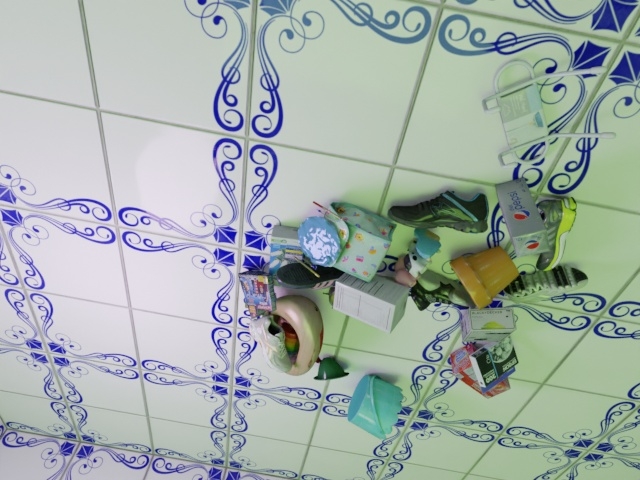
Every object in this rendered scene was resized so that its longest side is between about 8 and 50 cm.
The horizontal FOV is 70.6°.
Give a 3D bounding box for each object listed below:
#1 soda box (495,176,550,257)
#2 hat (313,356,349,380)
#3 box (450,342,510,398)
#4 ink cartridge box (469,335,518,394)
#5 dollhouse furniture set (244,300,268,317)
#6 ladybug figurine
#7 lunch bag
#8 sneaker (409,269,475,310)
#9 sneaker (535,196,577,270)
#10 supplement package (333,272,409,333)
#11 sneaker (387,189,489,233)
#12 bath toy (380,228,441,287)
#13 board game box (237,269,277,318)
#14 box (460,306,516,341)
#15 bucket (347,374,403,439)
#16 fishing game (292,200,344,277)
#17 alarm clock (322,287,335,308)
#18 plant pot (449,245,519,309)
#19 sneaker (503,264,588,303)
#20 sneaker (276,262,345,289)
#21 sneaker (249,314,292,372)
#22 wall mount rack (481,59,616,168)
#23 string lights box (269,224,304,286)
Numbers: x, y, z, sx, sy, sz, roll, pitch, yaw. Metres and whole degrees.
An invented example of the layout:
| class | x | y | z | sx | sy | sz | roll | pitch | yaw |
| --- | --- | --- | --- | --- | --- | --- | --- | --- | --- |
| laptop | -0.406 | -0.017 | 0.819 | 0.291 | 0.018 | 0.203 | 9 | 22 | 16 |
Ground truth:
| class | x | y | z | sx | sy | sz | roll | pitch | yaw |
| --- | --- | --- | --- | --- | --- | --- | --- | --- | --- |
| soda box | 0.632 | -0.078 | 1.429 | 0.098 | 0.286 | 0.091 | -16 | 126 | 19 |
| hat | 0.035 | 0.574 | 2.200 | 0.173 | 0.183 | 0.209 | -13 | 170 | 30 |
| box | 0.729 | 0.598 | 2.066 | 0.257 | 0.122 | 0.128 | 36 | 125 | -20 |
| ink cartridge box | 0.762 | 0.539 | 1.959 | 0.207 | 0.045 | 0.208 | -27 | 106 | -17 |
| dollhouse furniture set | -0.271 | 0.293 | 1.931 | 0.059 | 0.152 | 0.076 | -2 | 109 | -28 |
| ladybug figurine | -0.109 | 0.403 | 1.957 | 0.305 | 0.162 | 0.449 | 39 | 134 | 23 |
| lunch bag | 0.112 | -0.002 | 1.645 | 0.263 | 0.160 | 0.223 | 24 | 129 | 1 |
| sneaker | 0.477 | 0.227 | 1.820 | 0.269 | 0.101 | 0.153 | 27 | 128 | -6 |
| sneaker | 0.791 | -0.023 | 1.585 | 0.122 | 0.111 | 0.299 | 8 | 124 | 14 |
| supplement package | 0.187 | 0.217 | 1.695 | 0.244 | 0.134 | 0.138 | 21 | 124 | 25 |
| sneaker | 0.405 | -0.108 | 1.567 | 0.341 | 0.125 | 0.139 | 4 | 101 | 8 |
| bath toy | 0.327 | 0.106 | 1.724 | 0.129 | 0.151 | 0.348 | 44 | 134 | 20 |
| board game box | -0.242 | 0.225 | 1.825 | 0.194 | 0.060 | 0.193 | 1 | 102 | 45 |
| box | 0.659 | 0.340 | 1.805 | 0.169 | 0.087 | 0.290 | -3 | 159 | 9 |
| bucket | 0.263 | 0.801 | 2.202 | 0.183 | 0.281 | 0.281 | 25 | 128 | -3 |
| fishing game | 0.000 | 0.000 | 1.613 | 0.189 | 0.041 | 0.263 | 32 | 122 | 24 |
| alarm clock | 0.117 | 0.221 | 1.878 | 0.192 | 0.064 | 0.129 | -15 | 129 | 15 |
| plant pot | 0.612 | 0.121 | 1.665 | 0.188 | 0.205 | 0.205 | -32 | 119 | 11 |
| sneaker | 0.860 | 0.176 | 1.732 | 0.292 | 0.110 | 0.118 | -14 | 133 | 28 |
| sneaker | -0.040 | 0.155 | 1.748 | 0.319 | 0.112 | 0.131 | -1 | 145 | -33 |
| sneaker | -0.182 | 0.424 | 1.851 | 0.121 | 0.099 | 0.262 | -28 | 100 | 31 |
| wall mount rack | 0.648 | -0.357 | 1.304 | 0.305 | 0.130 | 0.350 | -19 | 125 | 21 |
| string lights box | -0.130 | 0.068 | 1.780 | 0.134 | 0.076 | 0.259 | 7 | 129 | 0 |
